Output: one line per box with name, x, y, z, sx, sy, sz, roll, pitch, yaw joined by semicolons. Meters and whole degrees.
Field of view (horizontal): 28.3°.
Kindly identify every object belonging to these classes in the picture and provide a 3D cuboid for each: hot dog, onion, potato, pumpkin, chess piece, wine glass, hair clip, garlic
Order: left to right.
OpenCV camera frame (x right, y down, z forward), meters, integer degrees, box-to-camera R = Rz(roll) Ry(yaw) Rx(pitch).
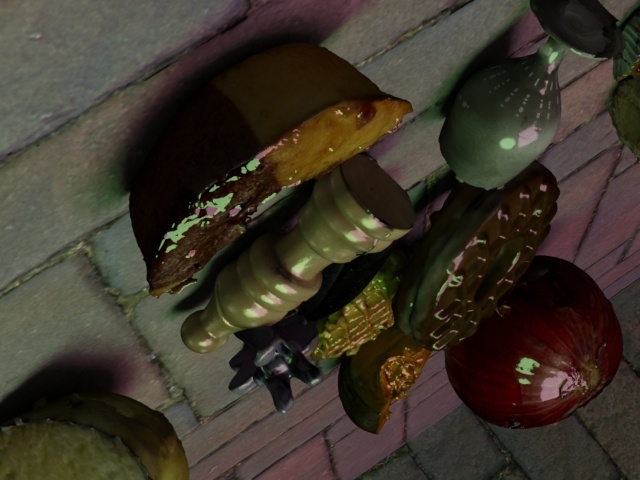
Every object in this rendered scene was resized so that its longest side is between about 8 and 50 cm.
potato;-0.268;0.291;1.550;0.289;0.301;0.237;-8;-164;21
hair clip;-0.063;0.149;1.610;0.137;0.090;0.278;-40;-172;-1
chess piece;-0.042;0.033;1.493;0.307;0.124;0.139;-39;-160;21
pumpkin;0.118;0.206;2.232;0.248;0.126;0.131;-51;160;-19
wine glass;0.232;-0.169;1.447;0.126;0.126;0.241;-21;154;-40
onion;0.392;0.183;2.367;0.341;0.341;0.341;-33;162;-12
garlic;0.539;-0.191;1.917;0.207;0.207;0.257;-40;161;12
hot dog;0.504;-0.293;1.717;0.270;0.082;0.162;-26;159;-26

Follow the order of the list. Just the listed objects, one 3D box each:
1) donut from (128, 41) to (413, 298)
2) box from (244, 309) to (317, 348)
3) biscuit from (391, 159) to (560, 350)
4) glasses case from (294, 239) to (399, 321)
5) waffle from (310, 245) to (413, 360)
donut;-0.075;-0.082;1.119;0.295;0.112;0.151;-38;160;2
box;-0.051;0.126;1.832;0.125;0.027;0.126;-27;160;-28
biscuit;0.226;0.017;1.839;0.332;0.103;0.332;-44;158;-23
glasses case;0.037;0.025;1.654;0.103;0.067;0.266;-29;162;-33
waffle;0.065;0.102;1.937;0.219;0.057;0.229;-36;161;-5
